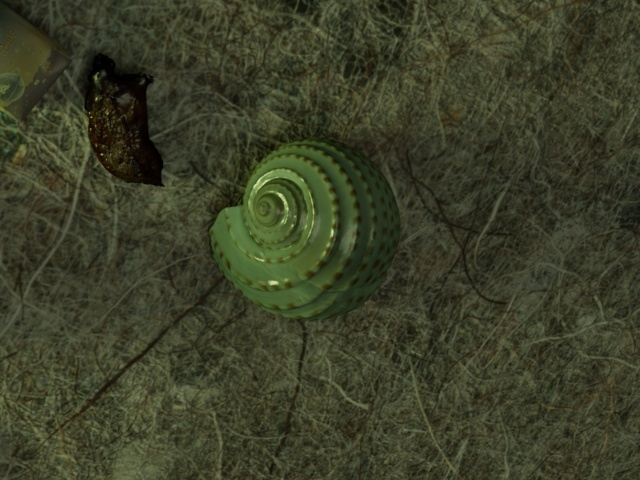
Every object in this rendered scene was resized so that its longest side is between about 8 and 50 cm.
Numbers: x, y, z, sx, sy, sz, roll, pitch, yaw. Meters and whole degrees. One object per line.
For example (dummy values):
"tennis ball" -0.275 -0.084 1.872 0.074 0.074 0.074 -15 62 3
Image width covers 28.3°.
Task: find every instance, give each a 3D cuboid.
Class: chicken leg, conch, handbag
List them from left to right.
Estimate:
"handbag" -0.419 -0.246 1.625 0.117 0.095 0.173 -51 136 0
"chicken leg" -0.274 -0.159 1.767 0.105 0.063 0.234 -14 126 -15
"conch" 0.002 0.009 1.922 0.319 0.215 0.303 27 113 -35
